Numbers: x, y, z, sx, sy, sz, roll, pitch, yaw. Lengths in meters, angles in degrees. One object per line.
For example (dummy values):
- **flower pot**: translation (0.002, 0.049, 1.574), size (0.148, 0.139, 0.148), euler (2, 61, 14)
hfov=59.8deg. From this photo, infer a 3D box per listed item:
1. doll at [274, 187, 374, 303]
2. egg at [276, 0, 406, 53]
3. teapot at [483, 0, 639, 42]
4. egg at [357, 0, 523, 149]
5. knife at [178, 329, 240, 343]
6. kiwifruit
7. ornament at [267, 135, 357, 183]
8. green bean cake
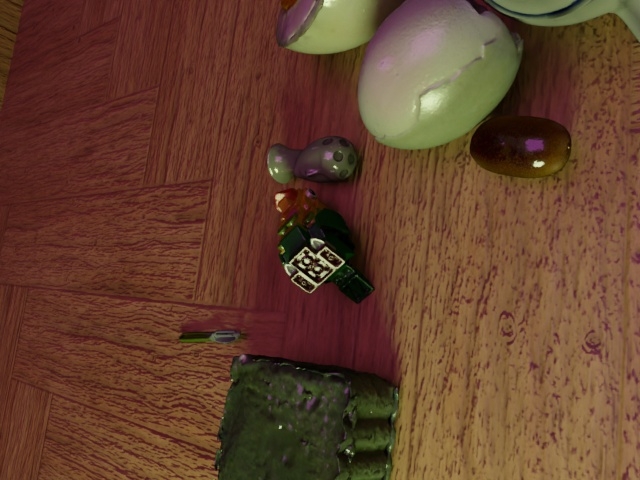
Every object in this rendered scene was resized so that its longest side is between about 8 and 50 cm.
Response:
- **doll**: translation (-0.006, -0.002, 0.836), size (0.106, 0.134, 0.186), euler (-45, 48, 25)
- **egg**: translation (0.046, -0.400, 0.865), size (0.286, 0.174, 0.265), euler (20, 92, 65)
- **teapot**: translation (0.248, -0.343, 0.591), size (0.280, 0.424, 0.252), euler (-55, 7, -27)
- **egg**: translation (0.139, -0.210, 0.720), size (0.217, 0.183, 0.183), euler (-49, 53, 29)
- **knife**: translation (-0.202, 0.177, 1.017), size (0.184, 0.026, 0.022), euler (-9, 34, 41)
- **kiwifruit**: translation (0.244, -0.115, 0.681), size (0.124, 0.075, 0.075), euler (12, 87, 45)
- **ornament**: translation (-0.012, -0.126, 0.896), size (0.156, 0.075, 0.081), euler (4, 41, 41)
- **green bean cake**: translation (-0.031, 0.290, 0.775), size (0.254, 0.132, 0.241), euler (-3, 77, 42)
